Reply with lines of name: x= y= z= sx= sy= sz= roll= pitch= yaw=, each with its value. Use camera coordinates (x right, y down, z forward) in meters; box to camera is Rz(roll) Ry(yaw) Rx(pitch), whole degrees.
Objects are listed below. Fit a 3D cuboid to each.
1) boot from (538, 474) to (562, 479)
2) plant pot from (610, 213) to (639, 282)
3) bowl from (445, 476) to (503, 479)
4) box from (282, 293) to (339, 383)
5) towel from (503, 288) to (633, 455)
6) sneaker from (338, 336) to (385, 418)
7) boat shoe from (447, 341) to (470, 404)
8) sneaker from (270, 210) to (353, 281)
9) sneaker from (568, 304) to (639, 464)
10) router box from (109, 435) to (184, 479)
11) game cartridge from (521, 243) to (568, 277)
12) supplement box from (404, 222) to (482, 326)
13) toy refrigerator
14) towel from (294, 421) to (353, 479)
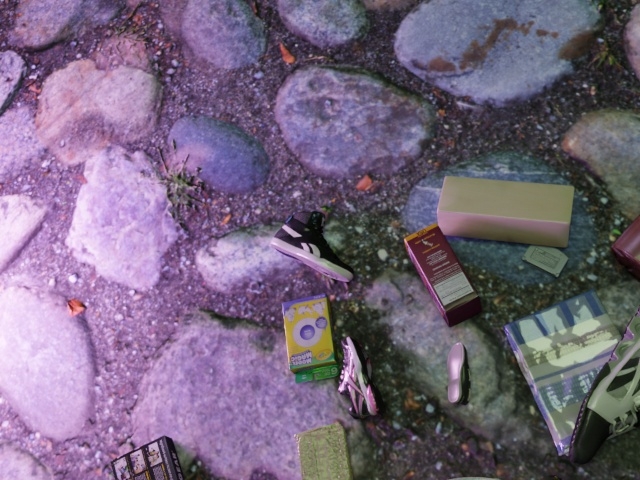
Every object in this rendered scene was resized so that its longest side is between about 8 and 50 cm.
boot: x=0.474 y=0.465 z=1.378 sx=0.197 sy=0.077 sz=0.137 roll=-26 pitch=57 yaw=2
plant pot: x=0.670 y=-0.001 z=1.491 sx=0.165 sy=0.167 sz=0.167 roll=-43 pitch=62 yaw=2
bowl: x=0.270 y=0.542 z=1.265 sx=0.289 sy=0.289 sz=0.156 roll=5 pitch=110 yaw=18
box: x=-0.021 y=0.212 z=1.646 sx=0.105 sy=0.043 sz=0.179 roll=-14 pitch=65 yaw=10
towel: x=0.503 y=0.251 z=1.486 sx=0.209 sy=0.034 sz=0.285 roll=-22 pitch=62 yaw=4
sneaker: x=0.066 y=0.284 z=1.576 sx=0.077 sy=0.072 sz=0.178 roll=-27 pitch=56 yaw=15
boat shoe: x=0.283 y=0.268 z=1.538 sx=0.046 sy=0.038 sz=0.125 roll=-33 pitch=44 yaw=48
sneaker: x=0.000 y=0.000 z=1.715 sx=0.216 sy=0.079 sz=0.121 roll=25 pitch=76 yaw=25
sneaker: x=0.567 y=0.276 z=1.369 sx=0.146 sy=0.122 sz=0.330 roll=30 pitch=74 yaw=27
router box: x=-0.351 y=0.518 z=1.596 sx=0.133 sy=0.046 sz=0.179 roll=-25 pitch=62 yaw=3
game cartridge: x=0.472 y=0.037 z=1.603 sx=0.083 sy=0.017 sz=0.056 roll=30 pitch=81 yaw=25
supplement box: x=0.255 y=0.073 z=1.596 sx=0.080 sy=0.104 sz=0.188 roll=-27 pitch=62 yaw=2
toy refrigerator: x=0.392 y=-0.060 z=1.623 sx=0.269 sy=0.094 sz=0.102 roll=6 pitch=55 yaw=18
towel: x=0.009 y=0.446 z=1.539 sx=0.110 sy=0.027 sz=0.148 roll=-16 pitch=62 yaw=7
